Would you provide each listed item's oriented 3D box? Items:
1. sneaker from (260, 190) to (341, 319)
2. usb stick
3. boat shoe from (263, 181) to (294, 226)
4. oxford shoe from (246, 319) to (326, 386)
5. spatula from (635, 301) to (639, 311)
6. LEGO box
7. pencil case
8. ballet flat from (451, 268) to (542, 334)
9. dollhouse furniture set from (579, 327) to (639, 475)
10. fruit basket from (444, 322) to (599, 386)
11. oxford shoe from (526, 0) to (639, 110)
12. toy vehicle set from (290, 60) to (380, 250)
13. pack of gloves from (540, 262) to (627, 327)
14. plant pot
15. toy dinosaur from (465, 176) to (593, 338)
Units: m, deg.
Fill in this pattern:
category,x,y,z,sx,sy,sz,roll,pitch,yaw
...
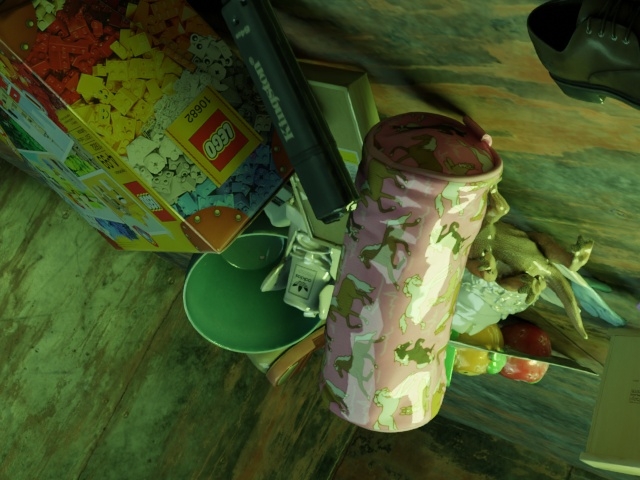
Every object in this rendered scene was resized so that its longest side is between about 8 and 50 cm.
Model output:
category,x,y,z,sx,sy,sz,roll,pitch,yaw
sneaker,0.000,0.000,1.832,0.137,0.210,0.366,24,168,15
usb stick,-0.033,-0.149,1.279,0.278,0.045,0.077,65,158,-2
boat shoe,-0.080,-0.087,2.020,0.070,0.078,0.219,60,-173,24
oxford shoe,-0.021,0.165,2.490,0.130,0.348,0.123,42,136,13
spatula,0.492,0.075,1.480,0.084,0.030,0.296,27,169,-2
LEGO box,-0.275,-0.174,1.540,0.372,0.193,0.500,46,164,-16
pencil case,0.101,0.040,1.388,0.160,0.167,0.386,17,123,12
ballet flat,0.233,0.090,1.825,0.147,0.147,0.409,28,173,-2
dollhouse furniture set,0.569,0.269,1.666,0.303,0.198,0.286,28,161,-36
fruit basket,0.308,0.207,2.136,0.353,0.165,0.327,17,180,5
oxford shoe,0.243,-0.153,0.901,0.096,0.082,0.227,40,163,-32
toy vehicle set,0.020,-0.097,1.475,0.166,0.035,0.266,19,137,43
pack of gloves,0.339,0.037,1.690,0.232,0.046,0.195,41,172,-34
plant pot,-0.131,0.053,2.355,0.290,0.290,0.195,33,-156,-26
toy dinosaur,0.230,0.012,1.532,0.296,0.127,0.200,33,169,-6
